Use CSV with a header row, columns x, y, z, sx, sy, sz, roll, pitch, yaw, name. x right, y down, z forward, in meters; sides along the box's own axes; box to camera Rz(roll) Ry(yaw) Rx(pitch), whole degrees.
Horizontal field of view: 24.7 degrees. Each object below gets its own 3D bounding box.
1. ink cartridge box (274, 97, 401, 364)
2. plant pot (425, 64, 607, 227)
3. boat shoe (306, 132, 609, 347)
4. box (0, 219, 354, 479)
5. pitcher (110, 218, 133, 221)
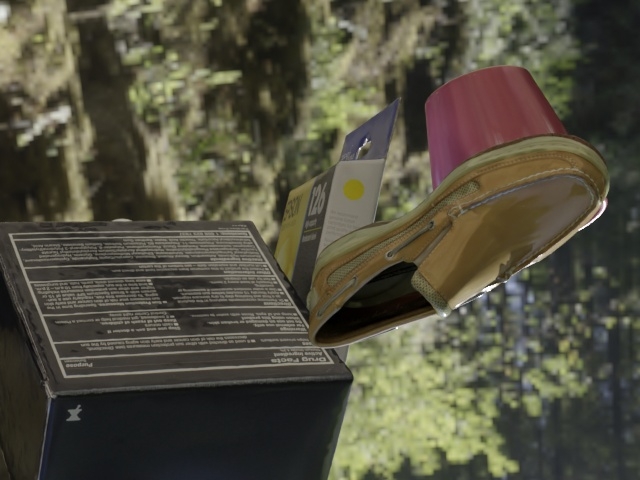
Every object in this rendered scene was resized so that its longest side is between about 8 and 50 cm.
x,y,z,sx,sy,sz,roll,pitch,yaw,name
0.000,0.000,1.674,0.072,0.307,0.303,11,174,-9,ink cartridge box
0.205,-0.092,1.665,0.201,0.180,0.201,-14,162,-5,plant pot
0.070,0.012,0.777,0.190,0.068,0.072,-32,-157,34,boat shoe
-0.168,0.127,1.443,0.296,0.182,0.294,-1,-150,-24,box
-0.255,0.080,1.762,0.178,0.207,0.125,-14,-164,29,pitcher
